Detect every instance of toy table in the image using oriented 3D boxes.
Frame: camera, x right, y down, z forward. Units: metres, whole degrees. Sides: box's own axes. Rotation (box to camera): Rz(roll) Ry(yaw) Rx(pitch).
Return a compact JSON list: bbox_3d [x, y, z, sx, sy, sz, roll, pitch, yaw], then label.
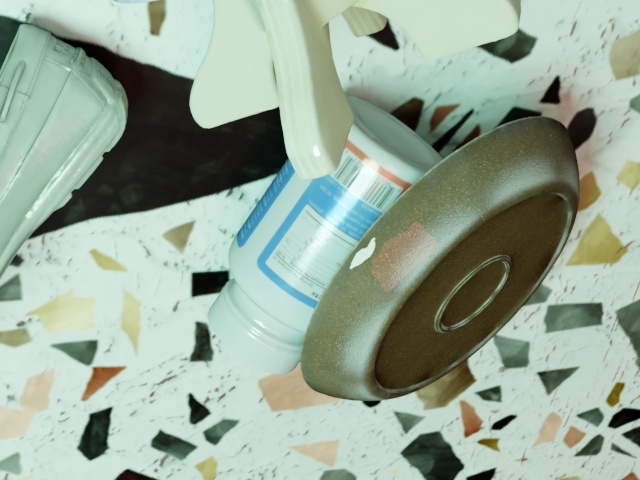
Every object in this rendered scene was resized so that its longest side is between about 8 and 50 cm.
[{"bbox_3d":[-0.005,-0.176,0.818,0.274,0.252,0.161,-6,128,34],"label":"toy table"}]

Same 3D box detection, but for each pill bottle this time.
[{"bbox_3d":[0.000,0.000,1.005,0.124,0.124,0.221,23,114,-31],"label":"pill bottle"}]

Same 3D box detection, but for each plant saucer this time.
[{"bbox_3d":[0.116,0.032,1.026,0.310,0.050,0.311,-33,151,-21],"label":"plant saucer"}]

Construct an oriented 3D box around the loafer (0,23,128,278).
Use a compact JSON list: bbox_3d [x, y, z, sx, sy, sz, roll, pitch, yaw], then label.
[{"bbox_3d":[-0.275,-0.016,0.895,0.111,0.112,0.319,38,88,-23],"label":"loafer"}]
